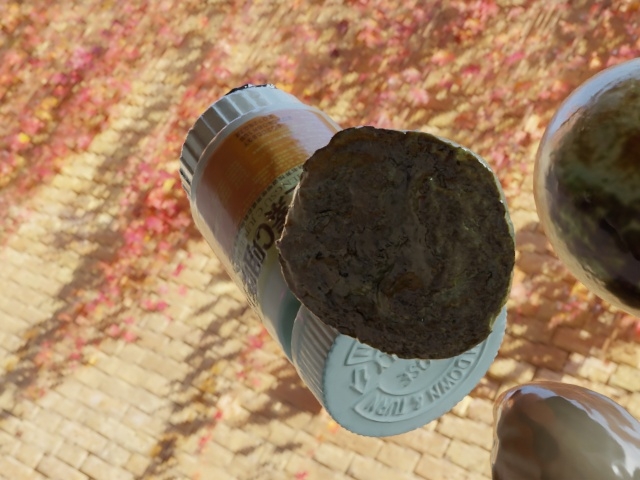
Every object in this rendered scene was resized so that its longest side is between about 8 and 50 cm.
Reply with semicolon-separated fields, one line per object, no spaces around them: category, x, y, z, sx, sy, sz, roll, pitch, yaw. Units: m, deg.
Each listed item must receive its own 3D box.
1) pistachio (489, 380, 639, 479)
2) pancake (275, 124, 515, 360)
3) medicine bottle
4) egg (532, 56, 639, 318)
pistachio;0.247;0.223;0.999;0.223;0.152;0.126;49;-13;29
pancake;0.033;0.001;0.434;0.108;0.017;0.108;6;-65;12
medicine bottle;0.000;0.000;0.864;0.158;0.158;0.318;48;2;-42
egg;0.333;-0.036;0.978;0.289;0.238;0.238;53;-11;20
